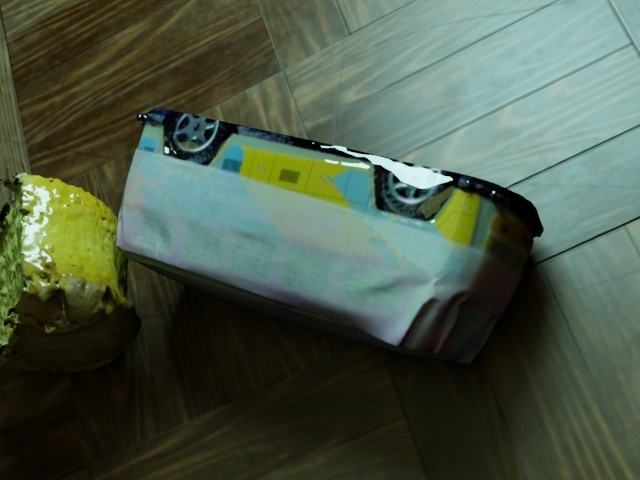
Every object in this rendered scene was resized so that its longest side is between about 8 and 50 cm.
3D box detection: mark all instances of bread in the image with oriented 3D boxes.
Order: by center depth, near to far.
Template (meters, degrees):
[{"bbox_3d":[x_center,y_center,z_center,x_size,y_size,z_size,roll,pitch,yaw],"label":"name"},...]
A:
[{"bbox_3d":[-0.258,0.049,1.025,0.147,0.260,0.160,4,62,-22],"label":"bread"}]

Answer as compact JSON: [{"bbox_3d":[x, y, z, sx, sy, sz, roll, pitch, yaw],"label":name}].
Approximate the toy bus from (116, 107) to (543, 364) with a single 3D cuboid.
[{"bbox_3d":[0.000,0.000,0.947,0.386,0.171,0.162,14,86,28],"label":"toy bus"}]
